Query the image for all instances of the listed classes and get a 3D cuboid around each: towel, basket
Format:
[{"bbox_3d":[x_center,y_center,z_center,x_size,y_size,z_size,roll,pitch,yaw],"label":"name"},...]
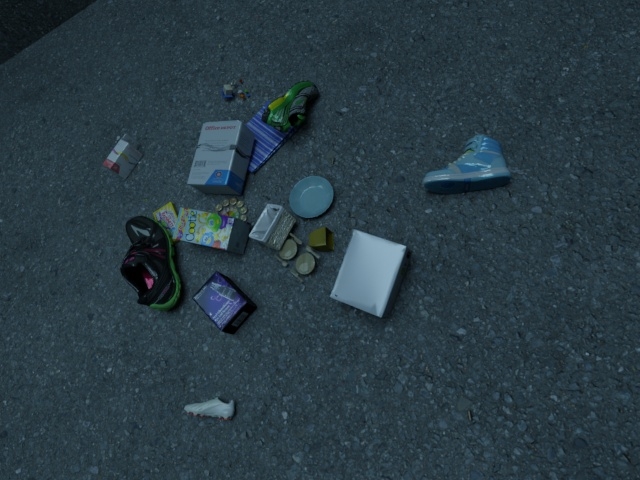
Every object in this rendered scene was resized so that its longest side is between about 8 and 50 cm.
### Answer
[{"bbox_3d":[-0.280,-0.495,1.996,0.243,0.040,0.336,40,85,27],"label":"towel"},{"bbox_3d":[-0.195,-0.053,1.748,0.113,0.103,0.167,15,72,49],"label":"basket"}]

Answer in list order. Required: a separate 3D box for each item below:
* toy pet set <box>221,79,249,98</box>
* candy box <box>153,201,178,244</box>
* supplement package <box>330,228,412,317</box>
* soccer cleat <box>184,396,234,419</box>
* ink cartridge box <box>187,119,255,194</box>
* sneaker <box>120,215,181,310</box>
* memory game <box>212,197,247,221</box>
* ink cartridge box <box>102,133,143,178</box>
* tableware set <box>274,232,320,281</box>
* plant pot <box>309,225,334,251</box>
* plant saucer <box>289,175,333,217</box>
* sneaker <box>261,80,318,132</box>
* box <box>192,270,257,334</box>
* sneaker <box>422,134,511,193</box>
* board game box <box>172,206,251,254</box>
[{"bbox_3d":[-0.434,-0.745,2.141,0.114,0.065,0.122,-14,64,-27],"label":"toy pet set"},{"bbox_3d":[-0.703,-0.075,1.970,0.105,0.027,0.206,-31,64,1],"label":"candy box"},{"bbox_3d":[0.187,0.121,1.529,0.204,0.145,0.262,19,89,23],"label":"supplement package"},{"bbox_3d":[-0.415,0.627,1.594,0.196,0.068,0.076,2,65,10],"label":"soccer cleat"},{"bbox_3d":[-0.448,-0.374,1.928,0.223,0.129,0.308,5,77,26],"label":"ink cartridge box"},{"bbox_3d":[-0.749,0.075,1.817,0.185,0.202,0.483,-41,61,20],"label":"sneaker"},{"bbox_3d":[-0.411,-0.109,1.902,0.186,0.012,0.186,-6,69,15],"label":"memory game"},{"bbox_3d":[-0.986,-0.426,2.143,0.067,0.115,0.198,26,80,25],"label":"ink cartridge box"},{"bbox_3d":[-0.090,0.067,1.723,0.194,0.039,0.128,38,96,31],"label":"tableware set"},{"bbox_3d":[0.000,0.000,1.700,0.083,0.081,0.081,-11,67,24],"label":"plant pot"},{"bbox_3d":[-0.035,-0.180,1.800,0.195,0.037,0.195,-6,67,15],"label":"plant saucer"},{"bbox_3d":[-0.113,-0.593,1.913,0.146,0.134,0.343,39,60,1],"label":"sneaker"},{"bbox_3d":[-0.386,0.249,1.703,0.207,0.108,0.153,38,85,25],"label":"box"},{"bbox_3d":[0.545,-0.298,1.622,0.319,0.127,0.208,-4,70,5],"label":"sneaker"},{"bbox_3d":[-0.462,-0.041,1.807,0.275,0.144,0.142,11,85,20],"label":"board game box"}]
